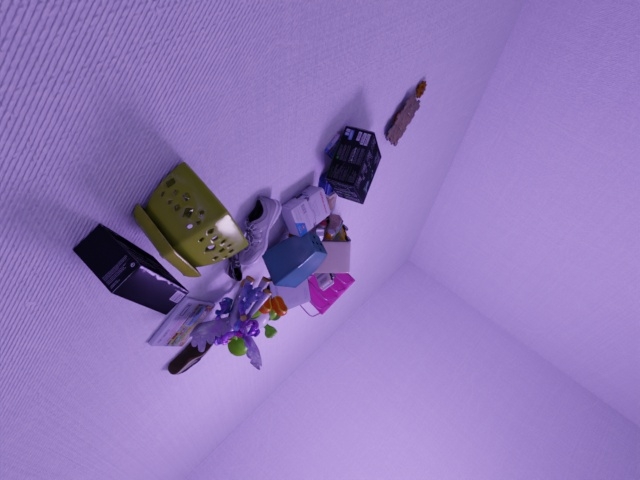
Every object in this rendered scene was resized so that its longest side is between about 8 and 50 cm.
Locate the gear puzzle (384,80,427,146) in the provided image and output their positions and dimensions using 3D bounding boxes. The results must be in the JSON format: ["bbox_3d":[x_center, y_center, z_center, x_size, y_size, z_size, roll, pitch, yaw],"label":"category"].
[{"bbox_3d":[0.422,-0.640,2.035,0.338,0.044,0.176,-59,156,11],"label":"gear puzzle"}]

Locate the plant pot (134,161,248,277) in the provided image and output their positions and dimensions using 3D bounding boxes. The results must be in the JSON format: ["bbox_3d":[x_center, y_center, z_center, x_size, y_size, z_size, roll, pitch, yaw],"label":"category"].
[{"bbox_3d":[-0.369,-0.041,1.162,0.207,0.227,0.228,-40,157,-11],"label":"plant pot"}]

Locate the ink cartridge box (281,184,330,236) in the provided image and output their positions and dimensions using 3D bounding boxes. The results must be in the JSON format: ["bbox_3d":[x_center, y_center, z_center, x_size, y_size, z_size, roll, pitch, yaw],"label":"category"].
[{"bbox_3d":[-0.062,-0.127,1.747,0.191,0.082,0.139,-40,128,-31],"label":"ink cartridge box"}]

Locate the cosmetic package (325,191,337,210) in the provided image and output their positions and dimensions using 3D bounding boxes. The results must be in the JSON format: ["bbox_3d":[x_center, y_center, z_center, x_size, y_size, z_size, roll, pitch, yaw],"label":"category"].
[{"bbox_3d":[0.043,-0.194,1.971,0.060,0.041,0.115,-40,155,-29],"label":"cosmetic package"}]

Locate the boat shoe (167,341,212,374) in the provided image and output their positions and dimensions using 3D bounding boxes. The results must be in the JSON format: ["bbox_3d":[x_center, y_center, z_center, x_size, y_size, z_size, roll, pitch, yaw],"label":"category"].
[{"bbox_3d":[-0.568,0.509,1.821,0.224,0.080,0.073,-40,161,-15],"label":"boat shoe"}]

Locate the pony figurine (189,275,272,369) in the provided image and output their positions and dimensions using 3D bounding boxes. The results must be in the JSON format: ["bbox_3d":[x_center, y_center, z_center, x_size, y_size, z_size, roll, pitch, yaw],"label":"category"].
[{"bbox_3d":[-0.334,0.330,1.680,0.363,0.303,0.351,-59,-167,4],"label":"pony figurine"}]

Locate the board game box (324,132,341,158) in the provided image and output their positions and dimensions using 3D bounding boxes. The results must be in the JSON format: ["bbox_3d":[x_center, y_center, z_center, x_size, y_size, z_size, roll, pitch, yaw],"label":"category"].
[{"bbox_3d":[0.063,-0.393,1.726,0.090,0.020,0.090,-54,159,3],"label":"board game box"}]

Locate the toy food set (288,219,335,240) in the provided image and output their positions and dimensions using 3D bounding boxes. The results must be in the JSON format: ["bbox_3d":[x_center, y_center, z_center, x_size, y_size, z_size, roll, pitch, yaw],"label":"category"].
[{"bbox_3d":[-0.036,-0.069,1.894,0.233,0.111,0.104,2,130,-26],"label":"toy food set"}]

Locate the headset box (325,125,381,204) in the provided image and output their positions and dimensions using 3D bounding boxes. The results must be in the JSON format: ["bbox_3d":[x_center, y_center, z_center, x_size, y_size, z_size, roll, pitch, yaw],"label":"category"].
[{"bbox_3d":[0.153,-0.315,1.781,0.246,0.132,0.283,-69,162,-4],"label":"headset box"}]

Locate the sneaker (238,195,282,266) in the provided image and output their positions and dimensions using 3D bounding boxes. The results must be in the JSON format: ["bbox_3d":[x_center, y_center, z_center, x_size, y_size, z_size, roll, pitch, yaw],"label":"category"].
[{"bbox_3d":[-0.255,-0.041,1.551,0.115,0.105,0.280,25,85,-52],"label":"sneaker"}]

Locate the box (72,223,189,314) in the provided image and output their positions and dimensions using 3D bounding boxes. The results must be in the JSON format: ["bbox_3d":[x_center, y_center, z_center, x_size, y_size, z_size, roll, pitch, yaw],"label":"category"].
[{"bbox_3d":[-0.507,0.088,1.127,0.103,0.184,0.261,-46,158,-9],"label":"box"}]

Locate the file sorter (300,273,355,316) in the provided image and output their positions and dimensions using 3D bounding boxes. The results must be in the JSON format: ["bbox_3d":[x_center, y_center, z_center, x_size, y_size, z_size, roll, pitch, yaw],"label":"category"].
[{"bbox_3d":[0.007,0.264,2.323,0.290,0.202,0.182,-48,166,15],"label":"file sorter"}]

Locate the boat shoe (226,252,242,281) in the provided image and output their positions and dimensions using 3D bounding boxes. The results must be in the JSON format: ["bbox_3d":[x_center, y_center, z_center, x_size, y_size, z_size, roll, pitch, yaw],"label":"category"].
[{"bbox_3d":[-0.328,0.082,1.633,0.075,0.065,0.205,-29,148,-39],"label":"boat shoe"}]

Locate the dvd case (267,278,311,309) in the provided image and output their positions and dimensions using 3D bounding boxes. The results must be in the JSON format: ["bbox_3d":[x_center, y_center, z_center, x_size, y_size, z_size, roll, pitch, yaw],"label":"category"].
[{"bbox_3d":[-0.159,0.260,2.110,0.253,0.022,0.180,-15,101,-40],"label":"dvd case"}]

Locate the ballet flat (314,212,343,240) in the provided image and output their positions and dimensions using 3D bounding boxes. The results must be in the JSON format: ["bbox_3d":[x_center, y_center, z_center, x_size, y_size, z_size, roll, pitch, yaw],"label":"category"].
[{"bbox_3d":[0.000,0.000,2.095,0.315,0.106,0.108,-63,-157,-4],"label":"ballet flat"}]

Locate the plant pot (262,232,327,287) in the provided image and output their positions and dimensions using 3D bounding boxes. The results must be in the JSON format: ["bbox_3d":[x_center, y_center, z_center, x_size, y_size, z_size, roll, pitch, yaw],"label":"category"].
[{"bbox_3d":[-0.101,0.074,1.808,0.234,0.165,0.166,-37,154,21],"label":"plant pot"}]

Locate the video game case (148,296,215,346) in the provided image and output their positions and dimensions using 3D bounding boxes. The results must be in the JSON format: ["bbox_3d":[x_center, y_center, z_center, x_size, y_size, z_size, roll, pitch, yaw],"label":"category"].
[{"bbox_3d":[-0.547,0.329,1.643,0.226,0.026,0.206,-52,158,-2],"label":"video game case"}]

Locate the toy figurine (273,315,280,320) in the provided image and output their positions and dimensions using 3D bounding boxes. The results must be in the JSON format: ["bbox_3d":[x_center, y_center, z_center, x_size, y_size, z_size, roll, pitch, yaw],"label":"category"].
[{"bbox_3d":[-0.288,0.333,2.076,0.159,0.130,0.172,-1,104,-52],"label":"toy figurine"}]

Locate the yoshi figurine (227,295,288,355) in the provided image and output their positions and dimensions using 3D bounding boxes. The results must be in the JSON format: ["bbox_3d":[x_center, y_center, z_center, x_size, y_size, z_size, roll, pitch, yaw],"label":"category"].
[{"bbox_3d":[-0.318,0.415,1.919,0.362,0.203,0.203,-43,-178,25],"label":"yoshi figurine"}]

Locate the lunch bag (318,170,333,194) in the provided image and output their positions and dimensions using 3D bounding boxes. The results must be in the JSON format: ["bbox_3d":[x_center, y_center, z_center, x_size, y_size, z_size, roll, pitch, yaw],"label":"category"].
[{"bbox_3d":[0.035,-0.250,1.835,0.067,0.065,0.098,-39,154,-30],"label":"lunch bag"}]

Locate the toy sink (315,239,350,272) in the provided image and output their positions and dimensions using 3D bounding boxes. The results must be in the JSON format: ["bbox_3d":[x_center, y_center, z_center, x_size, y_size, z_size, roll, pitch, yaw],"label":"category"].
[{"bbox_3d":[0.016,0.075,1.987,0.131,0.235,0.152,-162,-108,-76],"label":"toy sink"}]

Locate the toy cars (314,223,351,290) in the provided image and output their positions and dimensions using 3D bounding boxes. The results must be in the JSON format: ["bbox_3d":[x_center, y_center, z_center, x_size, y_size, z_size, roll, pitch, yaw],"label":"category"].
[{"bbox_3d":[0.049,0.068,2.152,0.087,0.177,0.393,34,70,-31],"label":"toy cars"}]
